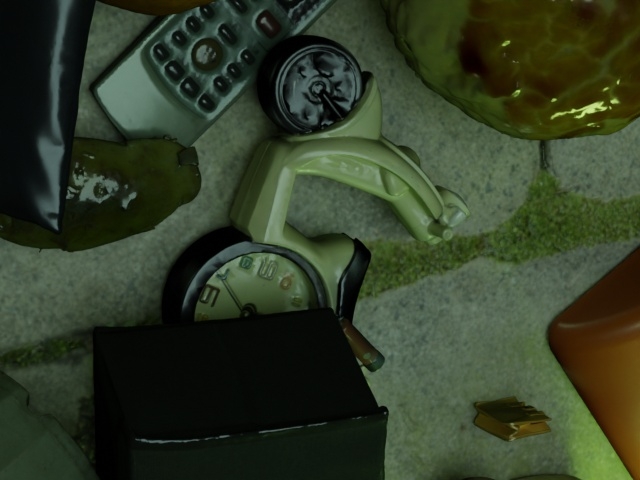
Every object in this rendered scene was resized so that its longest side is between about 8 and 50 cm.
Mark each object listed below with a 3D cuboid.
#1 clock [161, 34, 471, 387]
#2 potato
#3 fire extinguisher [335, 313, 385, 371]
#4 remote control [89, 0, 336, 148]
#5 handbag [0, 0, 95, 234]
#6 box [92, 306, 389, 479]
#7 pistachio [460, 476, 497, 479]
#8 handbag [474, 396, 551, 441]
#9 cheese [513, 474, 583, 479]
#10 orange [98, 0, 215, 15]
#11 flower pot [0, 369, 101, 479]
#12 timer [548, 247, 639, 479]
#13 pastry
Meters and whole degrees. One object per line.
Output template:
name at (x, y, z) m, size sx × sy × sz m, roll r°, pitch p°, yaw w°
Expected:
clock at (0.000, 0.000, 1.909) m, size 0.276 × 0.120 × 0.379 m, roll 25°, pitch 94°, yaw -24°
potato at (-0.226, -0.050, 1.806) m, size 0.226 × 0.090 × 0.117 m, roll -7°, pitch 121°, yaw -17°
fire extinguisher at (0.032, 0.103, 1.875) m, size 0.028 × 0.022 × 0.083 m, roll -29°, pitch 124°, yaw 25°
remote control at (-0.102, -0.207, 1.864) m, size 0.285 × 0.038 × 0.123 m, roll -45°, pitch 114°, yaw -10°
handbag at (-0.308, -0.147, 1.713) m, size 0.089 × 0.211 × 0.254 m, roll -1°, pitch 101°, yaw -59°
box at (-0.083, 0.263, 1.803) m, size 0.251 × 0.204 × 0.345 m, roll -5°, pitch 121°, yaw -14°
pistachio at (0.169, 0.347, 2.041) m, size 0.126 × 0.108 × 0.185 m, roll 3°, pitch 109°, yaw -2°
handbag at (0.214, 0.201, 2.049) m, size 0.061 × 0.083 × 0.027 m, roll -6°, pitch 103°, yaw -25°
cheese at (0.303, 0.407, 2.025) m, size 0.124 × 0.265 × 0.242 m, roll 10°, pitch 95°, yaw -28°
orange at (-0.168, -0.299, 1.741) m, size 0.237 × 0.179 × 0.158 m, roll 10°, pitch 112°, yaw -17°
flower pot at (-0.353, 0.266, 1.730) m, size 0.259 × 0.290 × 0.290 m, roll -42°, pitch 113°, yaw -22°
timer at (0.422, 0.139, 2.120) m, size 0.250 × 0.161 × 0.257 m, roll -33°, pitch 112°, yaw 2°
pastry at (0.249, -0.282, 1.852) m, size 0.389 × 0.313 × 0.388 m, roll -3°, pitch 99°, yaw -19°
